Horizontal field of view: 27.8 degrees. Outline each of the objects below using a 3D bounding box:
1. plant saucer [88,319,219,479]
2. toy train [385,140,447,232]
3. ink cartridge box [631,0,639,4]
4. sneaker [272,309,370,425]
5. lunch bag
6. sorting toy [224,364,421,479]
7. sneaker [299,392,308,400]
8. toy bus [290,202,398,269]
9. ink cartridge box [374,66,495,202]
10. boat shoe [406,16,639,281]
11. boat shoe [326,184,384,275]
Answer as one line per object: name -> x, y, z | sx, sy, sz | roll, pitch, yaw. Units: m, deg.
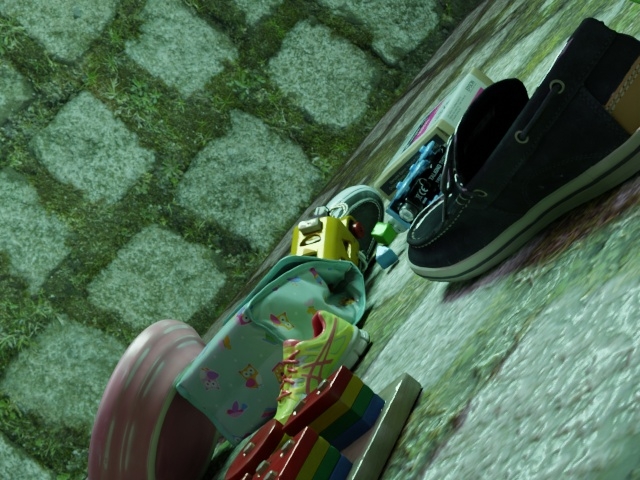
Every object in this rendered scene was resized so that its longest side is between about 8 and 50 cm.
plant saucer -> -0.239, 0.291, 2.002 | 0.332, 0.084, 0.332 | 13, -90, -71
toy train -> 0.167, -0.084, 2.132 | 0.184, 0.080, 0.105 | -56, 0, -38
ink cartridge box -> 0.478, -0.341, 1.477 | 0.189, 0.097, 0.255 | -49, 40, -4
sneaker -> -0.024, 0.180, 1.727 | 0.208, 0.094, 0.081 | -54, 9, -31
lunch bag -> -0.061, 0.145, 1.937 | 0.223, 0.160, 0.262 | -48, -3, 38
sorting toy -> -0.039, 0.259, 1.345 | 0.255, 0.089, 0.257 | -44, 8, 38
sneaker -> -0.011, 0.227, 1.600 | 0.058, 0.052, 0.135 | -60, 0, -8
toy bus -> 0.004, 0.008, 2.085 | 0.191, 0.104, 0.202 | -48, 43, -10
ink cartridge box -> 0.217, -0.179, 2.311 | 0.193, 0.088, 0.234 | -45, 6, 40
boat shoe -> 0.216, -0.095, 1.448 | 0.186, 0.156, 0.500 | -54, 6, -29
boat shoe -> 0.029, 0.048, 2.205 | 0.335, 0.121, 0.119 | -61, 20, -19
